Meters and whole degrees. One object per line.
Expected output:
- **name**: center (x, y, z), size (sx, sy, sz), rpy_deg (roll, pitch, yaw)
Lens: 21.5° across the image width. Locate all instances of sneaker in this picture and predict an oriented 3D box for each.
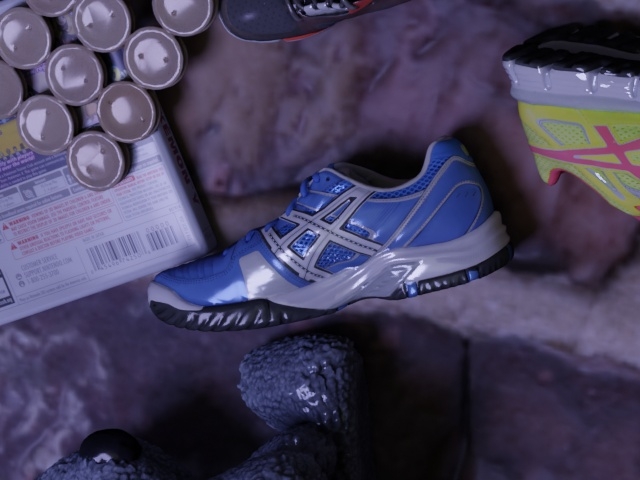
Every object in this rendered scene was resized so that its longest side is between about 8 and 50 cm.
- **sneaker**: center (0.187, -0.050, 0.865), size (0.208, 0.081, 0.094), rpy_deg (20, 127, 46)
- **sneaker**: center (0.000, 0.000, 0.960), size (0.211, 0.080, 0.081), rpy_deg (-14, 95, 9)
- **sneaker**: center (0.010, -0.146, 0.914), size (0.157, 0.065, 0.061), rpy_deg (-17, 101, 19)

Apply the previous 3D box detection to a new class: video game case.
- **video game case**: center (-0.185, -0.048, 1.022), size (0.201, 0.023, 0.183), rpy_deg (-18, 100, 21)

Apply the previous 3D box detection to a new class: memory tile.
- **memory tile**: center (-0.132, -0.111, 0.967), size (0.113, 0.012, 0.148), rpy_deg (34, 112, 4)

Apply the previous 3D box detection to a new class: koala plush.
- **koala plush**: center (-0.086, 0.180, 0.976), size (0.221, 0.196, 0.203), rpy_deg (-2, 115, 12)
